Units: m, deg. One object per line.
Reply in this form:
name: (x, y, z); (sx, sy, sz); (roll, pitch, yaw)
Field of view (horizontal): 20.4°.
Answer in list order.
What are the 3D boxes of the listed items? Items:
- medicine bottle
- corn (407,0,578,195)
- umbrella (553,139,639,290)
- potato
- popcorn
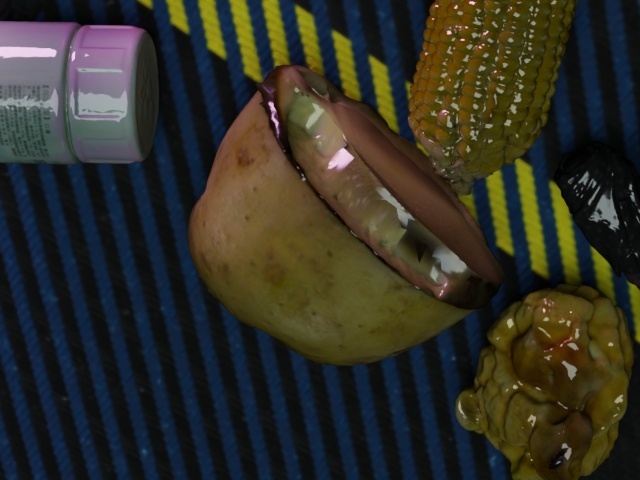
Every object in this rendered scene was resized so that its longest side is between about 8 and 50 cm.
medicine bottle: (-0.241, -0.136, 1.628); (0.168, 0.135, 0.135); (1, 111, 7)
corn: (0.163, -0.206, 1.561); (0.130, 0.130, 0.347); (15, 108, 1)
umbrella: (0.334, 0.042, 1.645); (0.326, 0.094, 0.090); (48, 146, -14)
potato: (0.000, 0.000, 1.618); (0.285, 0.242, 0.242); (37, 110, -15)
popcorn: (0.220, 0.139, 1.680); (0.140, 0.163, 0.194); (8, 82, -32)
